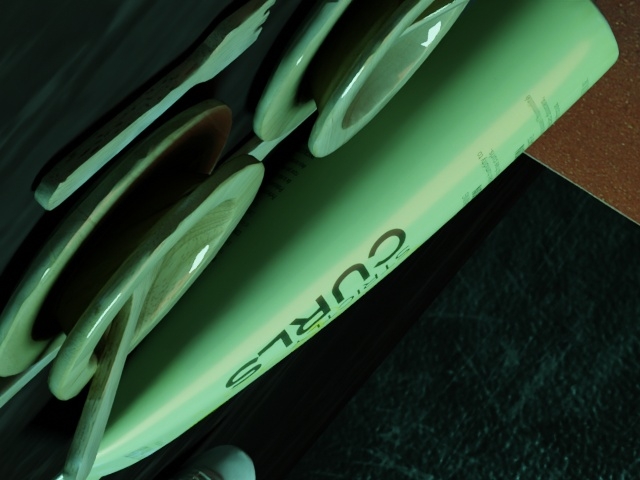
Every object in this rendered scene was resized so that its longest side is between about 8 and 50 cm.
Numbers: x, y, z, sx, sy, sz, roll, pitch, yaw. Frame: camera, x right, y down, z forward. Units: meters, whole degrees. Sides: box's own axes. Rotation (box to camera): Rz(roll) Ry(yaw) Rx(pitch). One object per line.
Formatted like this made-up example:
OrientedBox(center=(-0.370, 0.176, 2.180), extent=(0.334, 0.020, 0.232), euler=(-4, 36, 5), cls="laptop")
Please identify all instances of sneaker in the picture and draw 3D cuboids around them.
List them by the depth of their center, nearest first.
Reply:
OrientedBox(center=(-0.078, 0.161, 0.999), extent=(0.152, 0.054, 0.061), euler=(-42, 167, -49), cls="sneaker")

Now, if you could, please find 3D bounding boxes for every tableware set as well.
OrientedBox(center=(-0.010, -0.023, 0.453), extent=(0.194, 0.039, 0.128), euler=(-46, 173, -35), cls="tableware set")

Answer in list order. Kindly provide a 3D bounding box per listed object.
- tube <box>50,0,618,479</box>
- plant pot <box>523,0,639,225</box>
OrientedBox(center=(0.000, 0.000, 0.593), extent=(0.240, 0.062, 0.070), euler=(-44, 133, -6), cls="tube")
OrientedBox(center=(0.236, -0.137, 0.628), extent=(0.267, 0.267, 0.235), euler=(-47, 161, -28), cls="plant pot")
